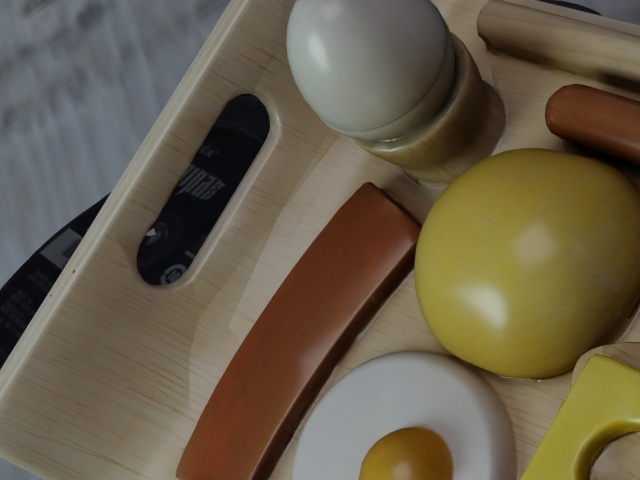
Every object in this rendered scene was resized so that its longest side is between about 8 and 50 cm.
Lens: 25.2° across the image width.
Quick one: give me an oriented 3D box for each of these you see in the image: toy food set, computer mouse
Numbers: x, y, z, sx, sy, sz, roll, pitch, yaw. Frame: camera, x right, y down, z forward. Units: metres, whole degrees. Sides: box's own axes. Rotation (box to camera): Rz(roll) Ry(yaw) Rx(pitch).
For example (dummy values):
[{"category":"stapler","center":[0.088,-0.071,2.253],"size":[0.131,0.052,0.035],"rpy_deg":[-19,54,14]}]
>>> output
[{"category":"toy food set","center":[0.048,0.022,0.375],"size":[0.306,0.092,0.220],"rpy_deg":[25,81,45]},{"category":"computer mouse","center":[0.000,0.000,0.541],"size":[0.184,0.060,0.262],"rpy_deg":[24,66,42]}]

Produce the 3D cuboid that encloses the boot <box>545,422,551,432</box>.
[{"category":"boot","center":[0.161,0.021,0.397],"size":[0.229,0.091,0.263],"rpy_deg":[-17,55,22]}]
